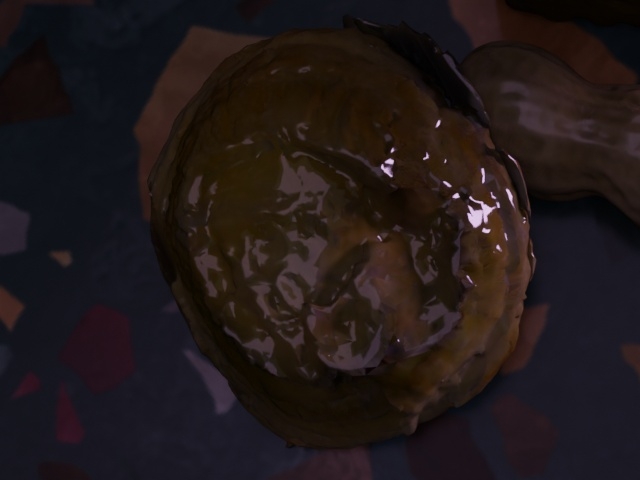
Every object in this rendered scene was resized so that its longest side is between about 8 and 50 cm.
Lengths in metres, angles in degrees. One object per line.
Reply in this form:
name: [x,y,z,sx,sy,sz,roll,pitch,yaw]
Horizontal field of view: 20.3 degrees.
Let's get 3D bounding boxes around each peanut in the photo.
peanut: [0.160,-0.053,1.008,0.187,0.082,0.082,21,85,8]

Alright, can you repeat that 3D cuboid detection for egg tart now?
egg tart: [0.000,0.000,0.989,0.232,0.098,0.252,7,96,17]

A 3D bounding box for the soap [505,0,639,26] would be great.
soap: [0.234,-0.213,0.899,0.293,0.335,0.156,5,83,4]
